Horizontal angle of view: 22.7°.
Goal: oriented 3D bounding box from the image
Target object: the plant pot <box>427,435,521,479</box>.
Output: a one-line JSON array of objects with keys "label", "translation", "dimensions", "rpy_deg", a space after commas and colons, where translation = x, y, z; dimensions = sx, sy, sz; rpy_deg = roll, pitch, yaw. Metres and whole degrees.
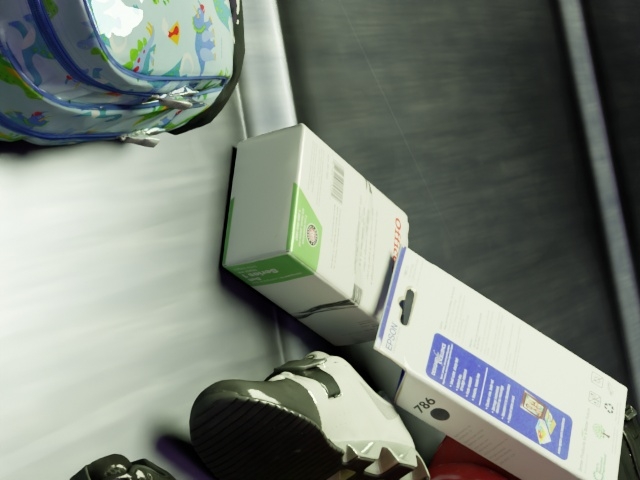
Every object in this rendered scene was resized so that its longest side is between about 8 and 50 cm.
[{"label": "plant pot", "translation": [0.207, 0.300, 1.853], "dimensions": [0.174, 0.191, 0.191], "rpy_deg": [-37, 109, -54]}]

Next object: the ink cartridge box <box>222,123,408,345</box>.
[{"label": "ink cartridge box", "translation": [0.000, 0.000, 1.737], "dimensions": [0.219, 0.093, 0.160], "rpy_deg": [40, 47, -45]}]

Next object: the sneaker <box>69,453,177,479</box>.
[{"label": "sneaker", "translation": [-0.166, 0.256, 1.318], "dimensions": [0.146, 0.102, 0.293], "rpy_deg": [57, 7, -3]}]

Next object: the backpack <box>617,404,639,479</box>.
[{"label": "backpack", "translation": [0.351, 0.366, 2.049], "dimensions": [0.225, 0.191, 0.253], "rpy_deg": [-30, 95, -53]}]

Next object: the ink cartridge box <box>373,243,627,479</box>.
[{"label": "ink cartridge box", "translation": [0.191, 0.155, 1.771], "dimensions": [0.333, 0.065, 0.165], "rpy_deg": [34, 45, -15]}]

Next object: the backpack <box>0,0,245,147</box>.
[{"label": "backpack", "translation": [-0.213, -0.216, 1.377], "dimensions": [0.355, 0.273, 0.290], "rpy_deg": [-14, 96, -47]}]

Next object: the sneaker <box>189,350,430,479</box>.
[{"label": "sneaker", "translation": [-0.025, 0.175, 1.627], "dimensions": [0.330, 0.122, 0.146], "rpy_deg": [28, 36, -49]}]
